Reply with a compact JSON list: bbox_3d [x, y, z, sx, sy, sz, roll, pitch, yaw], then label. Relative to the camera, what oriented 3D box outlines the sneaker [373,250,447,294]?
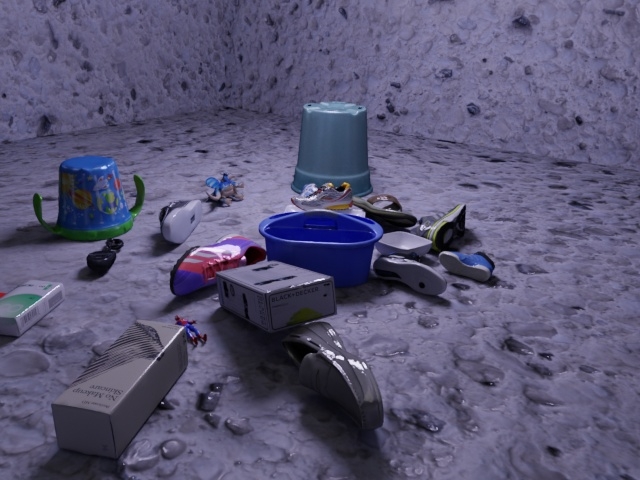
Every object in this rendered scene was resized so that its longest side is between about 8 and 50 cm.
[{"bbox_3d":[0.262,0.075,1.510,0.216,0.079,0.121,18,27,35],"label":"sneaker"}]

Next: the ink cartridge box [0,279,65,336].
[{"bbox_3d":[-0.742,0.146,1.289,0.224,0.056,0.181,6,22,6],"label":"ink cartridge box"}]

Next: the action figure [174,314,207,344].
[{"bbox_3d":[-0.294,0.193,1.243,0.038,0.030,0.115,-22,30,-36],"label":"action figure"}]

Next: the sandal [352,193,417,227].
[{"bbox_3d":[0.213,-0.121,1.921,0.120,0.086,0.302,26,2,-39],"label":"sandal"}]

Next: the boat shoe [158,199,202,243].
[{"bbox_3d":[-0.461,-0.069,1.766,0.102,0.108,0.301,3,20,3],"label":"boat shoe"}]

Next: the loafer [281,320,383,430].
[{"bbox_3d":[0.017,0.250,1.037,0.111,0.112,0.319,-12,18,-19],"label":"loafer"}]

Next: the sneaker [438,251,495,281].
[{"bbox_3d":[0.417,0.060,1.582,0.152,0.058,0.084,20,34,28],"label":"sneaker"}]

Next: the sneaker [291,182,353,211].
[{"bbox_3d":[0.004,-0.153,1.911,0.225,0.093,0.088,-9,25,-23],"label":"sneaker"}]

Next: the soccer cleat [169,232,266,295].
[{"bbox_3d":[-0.264,0.064,1.466,0.116,0.109,0.318,16,23,22],"label":"soccer cleat"}]

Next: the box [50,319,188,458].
[{"bbox_3d":[-0.345,0.253,1.003,0.113,0.094,0.275,6,22,9],"label":"box"}]

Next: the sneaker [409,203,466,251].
[{"bbox_3d":[0.387,-0.054,1.807,0.121,0.111,0.300,11,22,32],"label":"sneaker"}]

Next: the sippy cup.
[{"bbox_3d":[-0.723,-0.143,1.769,0.239,0.224,0.305,5,23,9],"label":"sippy cup"}]

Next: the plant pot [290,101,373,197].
[{"bbox_3d":[0.050,-0.372,2.252,0.340,0.335,0.341,1,23,0],"label":"plant pot"}]

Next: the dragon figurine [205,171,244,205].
[{"bbox_3d":[-0.380,-0.187,2.087,0.143,0.085,0.289,12,24,22],"label":"dragon figurine"}]

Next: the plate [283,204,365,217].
[{"bbox_3d":[0.006,-0.047,1.831,0.277,0.045,0.277,3,21,4],"label":"plate"}]

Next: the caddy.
[{"bbox_3d":[0.000,0.000,1.541,0.340,0.179,0.241,3,21,2],"label":"caddy"}]

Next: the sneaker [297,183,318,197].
[{"bbox_3d":[-0.049,-0.158,2.052,0.081,0.080,0.211,1,21,-12],"label":"sneaker"}]

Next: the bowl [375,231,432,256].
[{"bbox_3d":[0.243,0.021,1.664,0.142,0.053,0.142,-14,25,-39],"label":"bowl"}]

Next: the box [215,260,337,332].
[{"bbox_3d":[-0.109,0.118,1.271,0.169,0.087,0.289,-11,11,-30],"label":"box"}]

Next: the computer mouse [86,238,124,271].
[{"bbox_3d":[-0.605,0.041,1.587,0.071,0.041,0.242,-2,16,-5],"label":"computer mouse"}]
